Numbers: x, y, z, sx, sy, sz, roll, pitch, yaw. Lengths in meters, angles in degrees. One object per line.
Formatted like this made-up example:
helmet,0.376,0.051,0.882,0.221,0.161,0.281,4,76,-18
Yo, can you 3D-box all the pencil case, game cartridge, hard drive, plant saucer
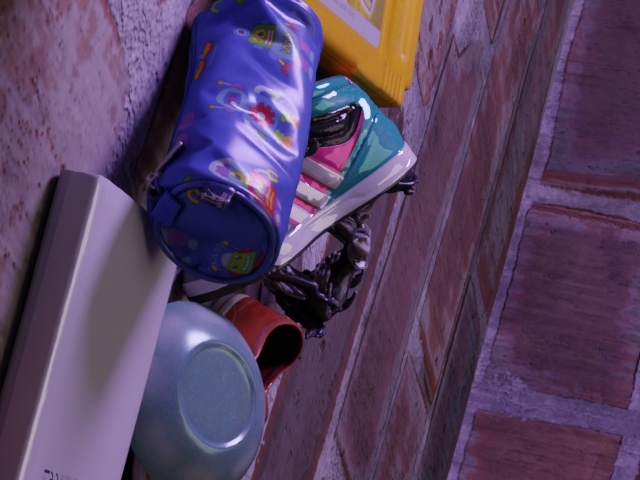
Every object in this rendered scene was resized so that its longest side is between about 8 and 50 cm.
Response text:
pencil case,-0.078,-0.103,1.616,0.119,0.133,0.306,-43,-154,40
game cartridge,0.031,-0.321,1.881,0.323,0.052,0.285,29,66,-57
hard drive,-0.211,0.139,1.520,0.233,0.047,0.353,48,54,-71
plant saucer,-0.111,0.151,1.721,0.195,0.037,0.195,17,67,-45

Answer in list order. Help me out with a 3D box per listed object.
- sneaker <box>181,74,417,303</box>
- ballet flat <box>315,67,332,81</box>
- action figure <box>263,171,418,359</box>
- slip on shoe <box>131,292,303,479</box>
sneaker,-0.053,-0.078,1.819,0.295,0.124,0.178,-36,103,-25
ballet flat,0.007,-0.271,2.029,0.068,0.072,0.213,45,51,-39
action figure,0.000,0.000,2.036,0.276,0.141,0.164,-58,-176,26
slip on shoe,-0.107,0.166,1.815,0.331,0.101,0.123,-55,154,-54
